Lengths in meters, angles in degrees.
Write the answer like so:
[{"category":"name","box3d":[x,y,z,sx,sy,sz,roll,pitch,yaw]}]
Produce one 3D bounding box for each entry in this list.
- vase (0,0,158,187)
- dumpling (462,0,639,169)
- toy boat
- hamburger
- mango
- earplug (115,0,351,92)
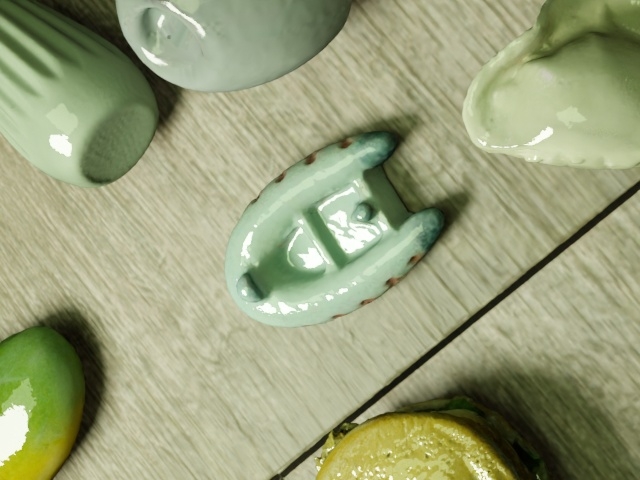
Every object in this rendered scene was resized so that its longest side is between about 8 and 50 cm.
[{"category":"vase","box3d":[-0.260,-0.155,0.990,0.248,0.128,0.128,40,117,23]},{"category":"dumpling","box3d":[0.193,-0.118,0.779,0.169,0.100,0.134,3,90,24]},{"category":"toy boat","box3d":[0.000,0.000,0.918,0.207,0.079,0.134,-32,90,28]},{"category":"hamburger","box3d":[0.097,0.222,0.900,0.215,0.122,0.189,48,112,13]},{"category":"mango","box3d":[-0.326,0.192,1.117,0.251,0.114,0.156,-41,73,17]},{"category":"earplug","box3d":[-0.050,-0.270,0.818,0.214,0.175,0.325,19,99,27]}]
